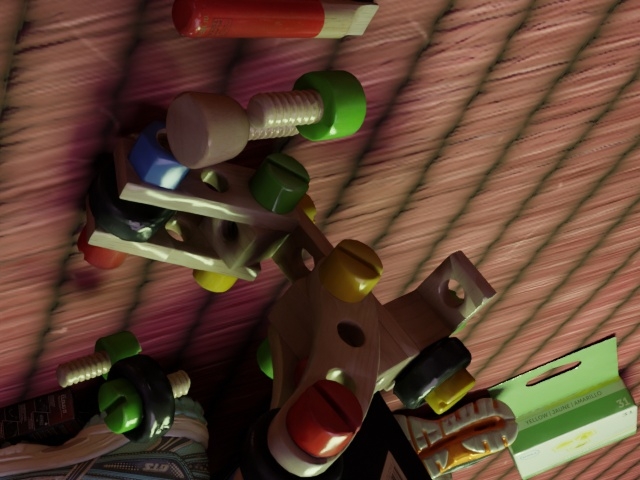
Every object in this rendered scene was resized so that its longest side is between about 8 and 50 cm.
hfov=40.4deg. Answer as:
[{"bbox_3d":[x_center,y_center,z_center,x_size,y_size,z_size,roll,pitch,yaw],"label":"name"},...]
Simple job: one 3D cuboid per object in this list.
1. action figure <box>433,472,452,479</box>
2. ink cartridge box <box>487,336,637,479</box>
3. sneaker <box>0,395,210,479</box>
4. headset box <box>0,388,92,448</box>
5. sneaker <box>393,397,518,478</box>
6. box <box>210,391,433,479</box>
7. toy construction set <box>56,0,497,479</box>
[{"bbox_3d":[-0.005,0.435,1.133,0.330,0.178,0.341,0,115,-19],"label":"action figure"},{"bbox_3d":[0.314,0.221,1.111,0.171,0.056,0.235,-24,147,5],"label":"ink cartridge box"},{"bbox_3d":[-0.222,0.232,0.730,0.283,0.122,0.110,-25,144,6],"label":"sneaker"},{"bbox_3d":[-0.243,0.167,0.769,0.083,0.032,0.062,-15,145,-6],"label":"headset box"},{"bbox_3d":[0.126,0.248,1.028,0.215,0.084,0.083,-7,155,-14],"label":"sneaker"},{"bbox_3d":[-0.043,0.309,0.816,0.294,0.183,0.296,-31,179,11],"label":"box"},{"bbox_3d":[0.000,0.000,0.566,0.237,0.257,0.309,-14,125,-42],"label":"toy construction set"}]
